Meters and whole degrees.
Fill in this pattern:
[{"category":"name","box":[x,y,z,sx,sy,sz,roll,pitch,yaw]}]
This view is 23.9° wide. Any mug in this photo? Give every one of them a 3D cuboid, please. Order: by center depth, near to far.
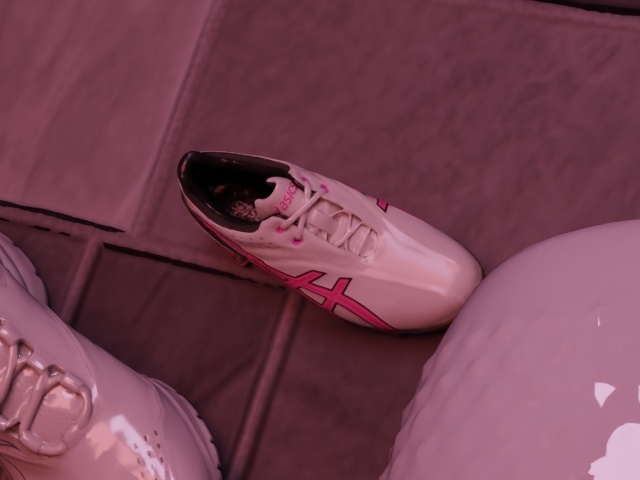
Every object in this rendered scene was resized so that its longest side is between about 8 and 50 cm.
[{"category":"mug","box":[0.112,0.185,0.634,0.374,0.276,0.328,-24,53,48]}]

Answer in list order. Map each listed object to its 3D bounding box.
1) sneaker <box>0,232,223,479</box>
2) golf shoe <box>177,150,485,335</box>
[{"category":"sneaker","box":[-0.177,0.079,0.853,0.297,0.129,0.111,37,87,28]},{"category":"golf shoe","box":[0.000,0.000,0.828,0.186,0.086,0.068,19,79,26]}]
